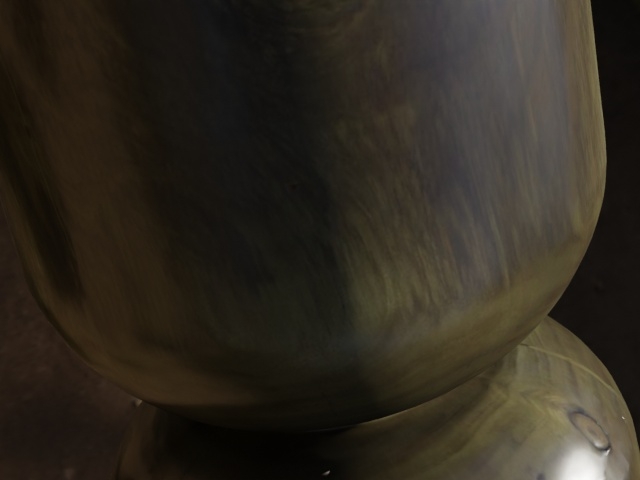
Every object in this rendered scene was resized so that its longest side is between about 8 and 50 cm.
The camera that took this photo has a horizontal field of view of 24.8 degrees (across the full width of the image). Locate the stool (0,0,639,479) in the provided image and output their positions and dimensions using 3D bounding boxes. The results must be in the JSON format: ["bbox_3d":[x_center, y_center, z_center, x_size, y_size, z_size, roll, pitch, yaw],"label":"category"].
[{"bbox_3d":[0.000,0.000,0.444,0.179,0.179,0.264,-39,127,-43],"label":"stool"}]
